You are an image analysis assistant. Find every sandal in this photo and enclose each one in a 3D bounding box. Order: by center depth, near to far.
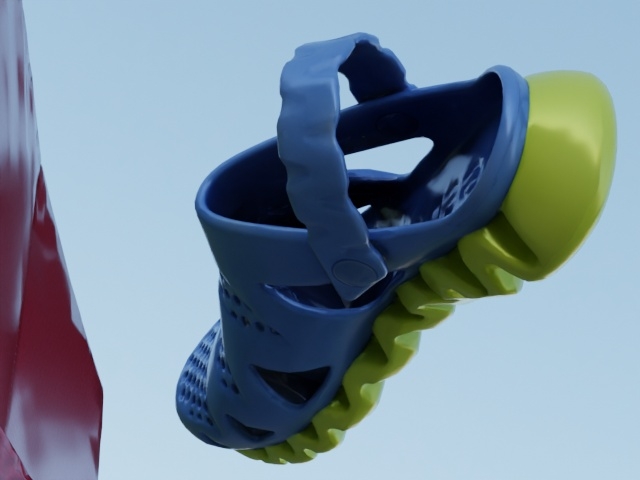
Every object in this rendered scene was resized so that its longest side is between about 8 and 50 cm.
[{"bbox_3d":[0.000,0.000,0.834,0.138,0.126,0.317,23,-42,-17],"label":"sandal"}]

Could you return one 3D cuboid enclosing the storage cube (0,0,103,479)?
[{"bbox_3d":[-0.163,0.038,0.419,0.215,0.193,0.183,-5,-54,2],"label":"storage cube"}]
